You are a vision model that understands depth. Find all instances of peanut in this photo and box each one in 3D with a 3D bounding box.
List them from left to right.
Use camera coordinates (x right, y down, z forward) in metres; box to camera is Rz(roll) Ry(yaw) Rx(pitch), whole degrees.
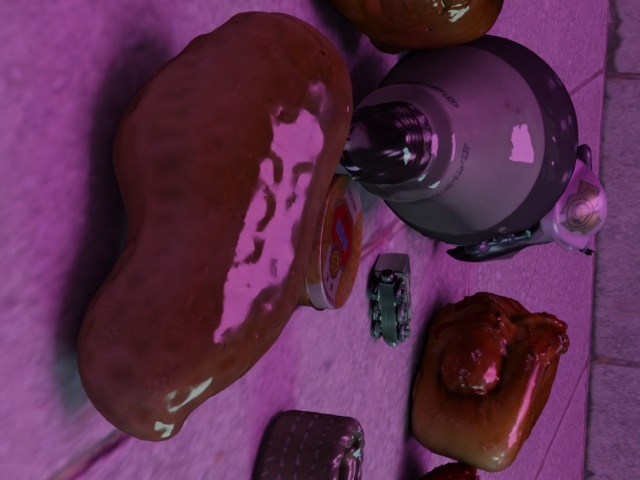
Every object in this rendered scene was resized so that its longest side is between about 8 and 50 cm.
[{"bbox_3d":[-0.060,-0.012,0.645,0.120,0.110,0.236,41,66,-54],"label":"peanut"}]

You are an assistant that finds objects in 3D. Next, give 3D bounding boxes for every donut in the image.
[{"bbox_3d":[0.078,-0.277,0.946,0.208,0.128,0.262,12,82,-70],"label":"donut"}]

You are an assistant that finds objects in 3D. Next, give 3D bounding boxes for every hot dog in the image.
[{"bbox_3d":[0.191,0.139,1.356,0.256,0.150,0.153,-29,131,-67],"label":"hot dog"}]

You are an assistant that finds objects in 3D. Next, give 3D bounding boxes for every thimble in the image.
[{"bbox_3d":[-0.008,0.180,0.904,0.084,0.062,0.110,58,41,-62],"label":"thimble"}]

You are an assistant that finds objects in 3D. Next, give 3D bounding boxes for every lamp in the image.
[{"bbox_3d":[0.117,-0.079,0.982,0.314,0.181,0.182,-34,127,-79],"label":"lamp"}]

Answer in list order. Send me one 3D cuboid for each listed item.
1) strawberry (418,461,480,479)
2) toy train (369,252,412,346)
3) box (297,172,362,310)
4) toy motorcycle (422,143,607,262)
[{"bbox_3d":[0.128,0.291,1.302,0.187,0.082,0.147,-73,-176,-72],"label":"strawberry"},{"bbox_3d":[0.067,0.056,1.138,0.053,0.033,0.083,-65,153,-53],"label":"toy train"},{"bbox_3d":[0.000,0.000,0.921,0.105,0.037,0.106,5,90,-71],"label":"box"},{"bbox_3d":[0.226,-0.058,1.333,0.327,0.188,0.143,-43,128,-63],"label":"toy motorcycle"}]
